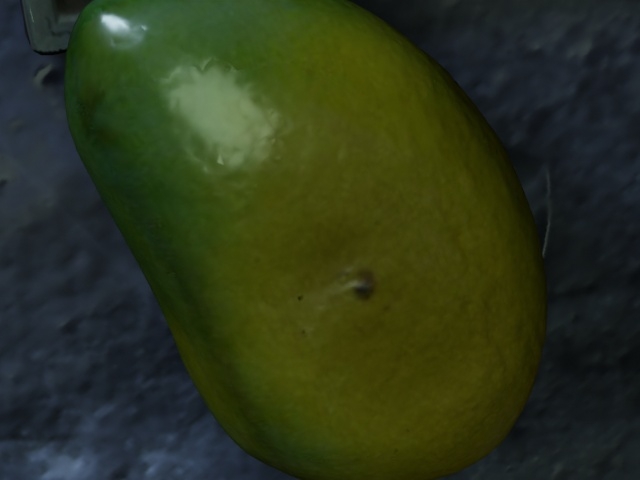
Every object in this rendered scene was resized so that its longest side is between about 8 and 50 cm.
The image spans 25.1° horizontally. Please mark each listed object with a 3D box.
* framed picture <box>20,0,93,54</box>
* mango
[{"bbox_3d":[0.053,-0.202,0.460,0.335,0.022,0.247,-12,120,-11],"label":"framed picture"},{"bbox_3d":[0.007,-0.002,0.504,0.137,0.091,0.237,-28,130,-8],"label":"mango"}]
